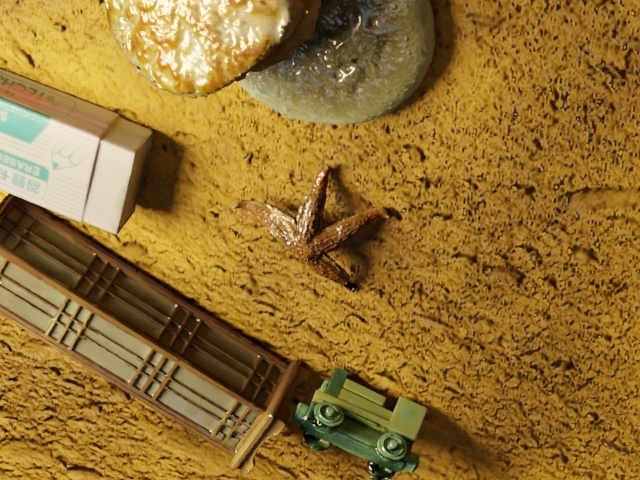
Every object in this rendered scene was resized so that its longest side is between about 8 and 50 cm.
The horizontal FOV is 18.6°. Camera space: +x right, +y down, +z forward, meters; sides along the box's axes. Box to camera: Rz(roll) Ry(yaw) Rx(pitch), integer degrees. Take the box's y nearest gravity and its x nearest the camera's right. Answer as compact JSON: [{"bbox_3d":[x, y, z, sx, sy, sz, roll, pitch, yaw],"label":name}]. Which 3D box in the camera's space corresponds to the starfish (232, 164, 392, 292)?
[{"bbox_3d":[0.000,0.003,1.702,0.133,0.041,0.130,-14,119,28],"label":"starfish"}]

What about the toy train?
[{"bbox_3d":[0.039,0.166,1.776,0.122,0.081,0.050,26,139,2],"label":"toy train"}]

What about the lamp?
[{"bbox_3d":[-0.175,0.083,1.791,0.325,0.089,0.090,32,128,-3],"label":"lamp"}]

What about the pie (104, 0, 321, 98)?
[{"bbox_3d":[-0.094,-0.210,1.557,0.205,0.084,0.179,-23,97,35],"label":"pie"}]

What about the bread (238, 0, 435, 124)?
[{"bbox_3d":[0.023,-0.144,1.595,0.193,0.036,0.112,-29,111,34],"label":"bread"}]

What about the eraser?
[{"bbox_3d":[-0.266,-0.091,1.726,0.225,0.052,0.095,22,125,6],"label":"eraser"}]
